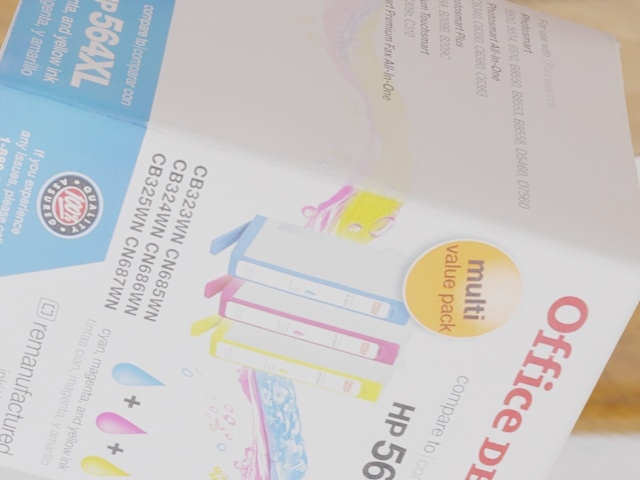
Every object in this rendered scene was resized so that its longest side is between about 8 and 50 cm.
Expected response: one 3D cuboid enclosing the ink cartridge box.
[{"bbox_3d":[0.000,0.000,0.395,0.143,0.090,0.092,16,125,-7],"label":"ink cartridge box"}]
